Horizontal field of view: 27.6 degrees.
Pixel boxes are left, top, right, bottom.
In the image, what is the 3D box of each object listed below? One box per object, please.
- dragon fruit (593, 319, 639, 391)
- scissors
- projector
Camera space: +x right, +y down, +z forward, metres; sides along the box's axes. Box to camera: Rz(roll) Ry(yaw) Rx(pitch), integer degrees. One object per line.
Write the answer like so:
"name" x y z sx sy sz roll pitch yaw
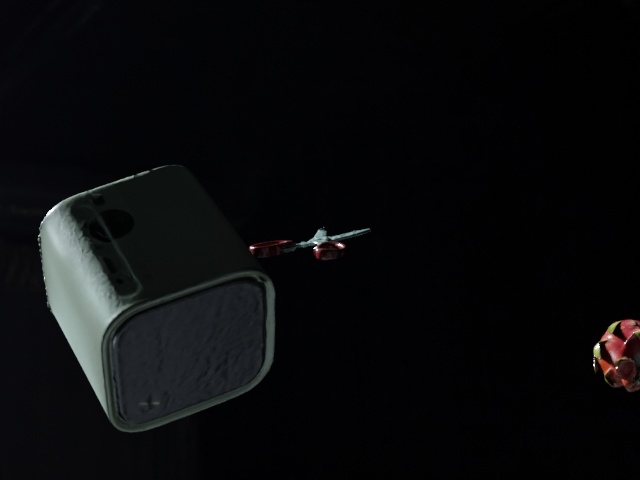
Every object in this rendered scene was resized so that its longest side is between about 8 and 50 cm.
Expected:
"dragon fruit" 0.363 0.132 1.526 0.086 0.081 0.116 -5 10 16
"scissors" 0.000 0.000 1.963 0.144 0.017 0.247 2 9 20
"projector" -0.227 0.078 1.810 0.248 0.249 0.248 -19 -43 -22
